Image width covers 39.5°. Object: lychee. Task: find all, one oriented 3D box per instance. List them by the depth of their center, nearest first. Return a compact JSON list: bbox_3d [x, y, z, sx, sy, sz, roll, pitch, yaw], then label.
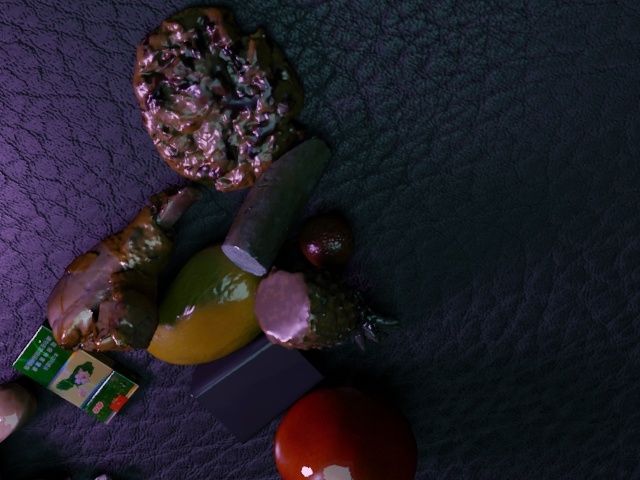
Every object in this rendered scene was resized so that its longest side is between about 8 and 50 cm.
[{"bbox_3d":[0.003,-0.003,1.661,0.114,0.140,0.101,-7,117,-37],"label":"lychee"}]

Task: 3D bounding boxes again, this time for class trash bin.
[{"bbox_3d":[-0.120,0.269,1.787,0.225,0.115,0.165,-38,108,14],"label":"trash bin"}]

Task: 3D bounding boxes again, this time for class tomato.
[{"bbox_3d":[0.060,0.404,1.751,0.299,0.298,0.226,22,87,-8],"label":"tomato"}]

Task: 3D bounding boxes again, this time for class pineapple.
[{"bbox_3d":[0.031,0.130,1.647,0.169,0.169,0.340,-48,148,21],"label":"pineapple"}]

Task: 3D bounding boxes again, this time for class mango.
[{"bbox_3d":[-0.203,0.131,1.713,0.195,0.142,0.331,36,119,-9],"label":"mango"}]

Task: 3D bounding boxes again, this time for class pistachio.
[{"bbox_3d":[-0.665,0.364,1.849,0.185,0.126,0.108,-35,141,22],"label":"pistachio"}]

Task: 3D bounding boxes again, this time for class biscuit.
[{"bbox_3d":[-0.179,-0.240,1.563,0.289,0.081,0.334,-18,115,12],"label":"biscuit"}]

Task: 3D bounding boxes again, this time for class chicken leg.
[{"bbox_3d":[-0.338,0.076,1.634,0.182,0.295,0.409,35,101,-33],"label":"chicken leg"}]

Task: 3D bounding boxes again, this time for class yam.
[{"bbox_3d":[-0.077,-0.069,1.585,0.106,0.106,0.259,31,77,-12],"label":"yam"}]

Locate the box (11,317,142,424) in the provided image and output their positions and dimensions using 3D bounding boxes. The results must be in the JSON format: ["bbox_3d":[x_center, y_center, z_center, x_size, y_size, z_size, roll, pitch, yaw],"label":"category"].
[{"bbox_3d":[-0.502,0.272,1.842,0.235,0.034,0.132,36,111,-14],"label":"box"}]

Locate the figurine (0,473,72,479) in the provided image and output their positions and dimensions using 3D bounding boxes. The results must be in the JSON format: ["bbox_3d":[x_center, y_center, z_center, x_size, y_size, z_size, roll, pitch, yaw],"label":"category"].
[{"bbox_3d":[-0.737,0.543,1.893,0.361,0.253,0.211,21,71,-15],"label":"figurine"}]

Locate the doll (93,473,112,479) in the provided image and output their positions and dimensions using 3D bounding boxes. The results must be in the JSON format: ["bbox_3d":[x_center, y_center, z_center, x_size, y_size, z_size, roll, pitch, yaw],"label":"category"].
[{"bbox_3d":[-0.457,0.595,1.976,0.104,0.071,0.214,-5,123,14],"label":"doll"}]
